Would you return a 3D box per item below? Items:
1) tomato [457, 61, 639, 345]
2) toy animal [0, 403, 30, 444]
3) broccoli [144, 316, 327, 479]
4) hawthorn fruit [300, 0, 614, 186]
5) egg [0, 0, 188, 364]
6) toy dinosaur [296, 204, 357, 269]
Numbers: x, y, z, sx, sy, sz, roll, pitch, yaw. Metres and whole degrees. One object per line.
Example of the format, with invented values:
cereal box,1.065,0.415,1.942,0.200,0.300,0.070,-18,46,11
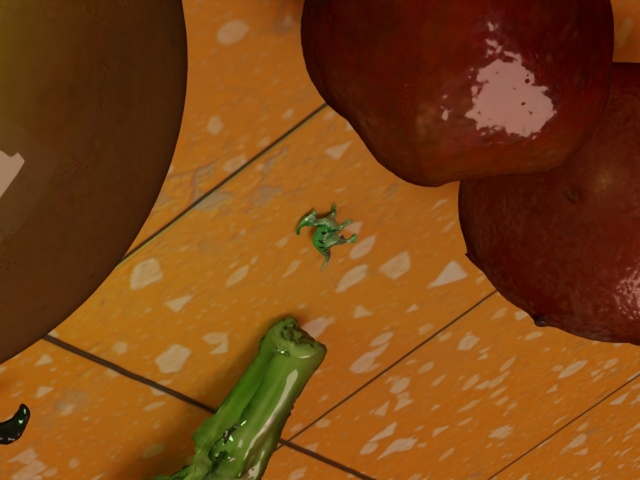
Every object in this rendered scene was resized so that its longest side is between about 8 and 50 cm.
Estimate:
tomato,0.259,-0.038,1.395,0.265,0.265,0.265,-23,150,-14
toy animal,-0.356,0.179,1.325,0.232,0.084,0.148,9,136,-40
broccoli,-0.082,0.206,1.610,0.165,0.145,0.304,9,122,-36
hawthorn fruit,0.092,-0.170,1.091,0.224,0.224,0.261,-22,134,-15
egg,-0.229,-0.072,0.837,0.301,0.301,0.374,-9,148,-34
toy dinosaur,0.000,0.000,1.451,0.062,0.021,0.083,4,132,-36
